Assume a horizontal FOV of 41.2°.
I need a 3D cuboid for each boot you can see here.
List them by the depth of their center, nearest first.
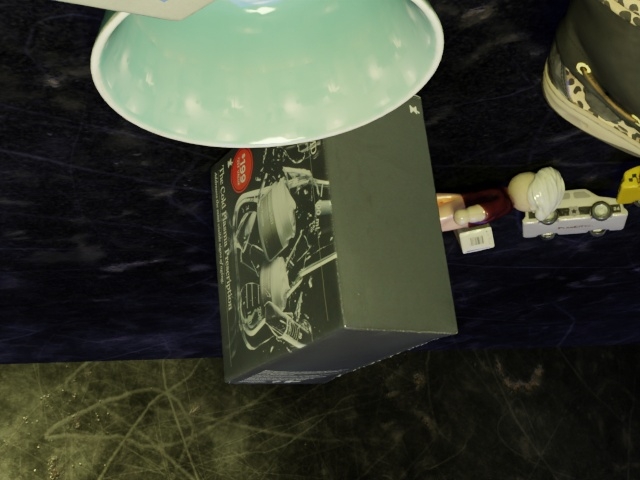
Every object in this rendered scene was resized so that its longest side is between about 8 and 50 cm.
[{"bbox_3d":[0.373,-0.155,0.752,0.377,0.138,0.284,33,169,23],"label":"boot"}]

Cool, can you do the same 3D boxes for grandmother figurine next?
[{"bbox_3d":[0.252,-0.057,1.481,0.343,0.104,0.208,-13,-165,7],"label":"grandmother figurine"}]

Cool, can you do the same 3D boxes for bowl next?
[{"bbox_3d":[-0.053,-0.223,0.788,0.312,0.163,0.311,-6,160,-2],"label":"bowl"}]

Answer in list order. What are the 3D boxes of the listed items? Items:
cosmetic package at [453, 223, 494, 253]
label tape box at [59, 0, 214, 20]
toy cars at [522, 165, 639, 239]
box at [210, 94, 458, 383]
[{"bbox_3d":[0.279,-0.020,1.574,0.060,0.041,0.115,-12,-160,5],"label":"cosmetic package"},{"bbox_3d":[-0.090,-0.275,0.513,0.334,0.240,0.106,-19,159,33],"label":"label tape box"},{"bbox_3d":[0.532,-0.088,1.513,0.177,0.087,0.394,14,156,-35],"label":"toy cars"},{"bbox_3d":[0.000,0.000,1.177,0.179,0.343,0.312,7,156,-33],"label":"box"}]
